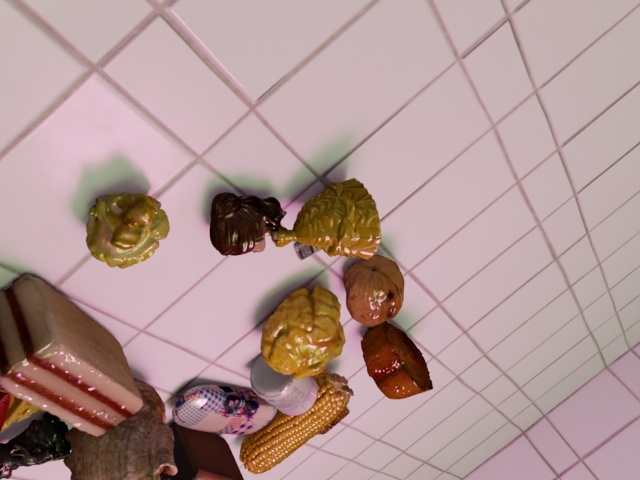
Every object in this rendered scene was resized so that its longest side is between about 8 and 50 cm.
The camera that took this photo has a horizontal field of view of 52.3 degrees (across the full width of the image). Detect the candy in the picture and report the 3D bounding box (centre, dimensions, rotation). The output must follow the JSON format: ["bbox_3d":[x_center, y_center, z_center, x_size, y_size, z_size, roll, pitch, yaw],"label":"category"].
[{"bbox_3d":[-0.477,0.223,1.222,0.135,0.179,0.320,-33,141,-2],"label":"candy"}]

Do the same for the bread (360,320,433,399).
[{"bbox_3d":[0.209,0.329,1.802,0.135,0.232,0.247,-32,166,13],"label":"bread"}]

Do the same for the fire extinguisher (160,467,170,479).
[{"bbox_3d":[-0.407,0.509,1.564,0.062,0.177,0.050,-31,140,-3],"label":"fire extinguisher"}]

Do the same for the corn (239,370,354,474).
[{"bbox_3d":[-0.073,0.508,1.843,0.387,0.144,0.144,-40,141,14],"label":"corn"}]

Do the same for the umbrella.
[{"bbox_3d":[-0.675,0.461,1.385,0.273,0.122,0.110,-21,101,-8],"label":"umbrella"}]

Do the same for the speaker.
[{"bbox_3d":[-0.333,0.602,1.702,0.153,0.192,0.231,-39,142,3],"label":"speaker"}]

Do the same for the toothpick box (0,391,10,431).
[{"bbox_3d":[-0.686,0.280,0.999,0.334,0.204,0.204,21,120,-12],"label":"toothpick box"}]

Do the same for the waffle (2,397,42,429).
[{"bbox_3d":[-0.604,0.357,1.391,0.191,0.032,0.125,-48,142,19],"label":"waffle"}]

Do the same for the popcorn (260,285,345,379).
[{"bbox_3d":[-0.040,0.217,1.559,0.201,0.225,0.203,3,180,4],"label":"popcorn"}]

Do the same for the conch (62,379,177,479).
[{"bbox_3d":[-0.431,0.455,1.374,0.210,0.352,0.296,7,91,-21],"label":"conch"}]

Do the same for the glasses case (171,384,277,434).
[{"bbox_3d":[-0.243,0.443,1.696,0.125,0.076,0.327,-48,139,12],"label":"glasses case"}]

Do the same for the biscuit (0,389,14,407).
[{"bbox_3d":[-0.774,0.333,1.219,0.312,0.057,0.351,-36,141,-1],"label":"biscuit"}]

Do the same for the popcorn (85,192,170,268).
[{"bbox_3d":[-0.335,-0.018,1.127,0.145,0.125,0.126,-17,152,7],"label":"popcorn"}]

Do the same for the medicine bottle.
[{"bbox_3d":[-0.091,0.369,1.686,0.135,0.135,0.168,-36,141,1],"label":"medicine bottle"}]

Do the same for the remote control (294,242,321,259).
[{"bbox_3d":[0.000,0.000,1.467,0.125,0.018,0.053,-28,140,-9],"label":"remote control"}]

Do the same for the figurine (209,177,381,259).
[{"bbox_3d":[-0.063,-0.025,1.296,0.316,0.187,0.168,-8,139,-18],"label":"figurine"}]

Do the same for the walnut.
[{"bbox_3d":[0.130,0.126,1.591,0.156,0.155,0.184,-21,134,-17],"label":"walnut"}]

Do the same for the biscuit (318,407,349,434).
[{"bbox_3d":[-0.008,0.543,2.009,0.131,0.025,0.231,-44,141,10],"label":"biscuit"}]
